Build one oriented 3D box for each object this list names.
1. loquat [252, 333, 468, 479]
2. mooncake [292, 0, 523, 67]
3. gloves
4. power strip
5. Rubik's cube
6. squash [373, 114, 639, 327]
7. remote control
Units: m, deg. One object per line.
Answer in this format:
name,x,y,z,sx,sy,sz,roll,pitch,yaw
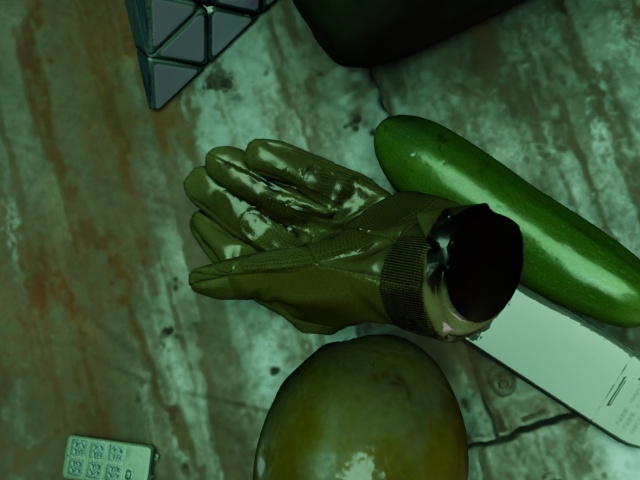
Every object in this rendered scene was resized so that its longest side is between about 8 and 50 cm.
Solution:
loquat,0.035,0.187,0.875,0.179,0.179,0.227,9,74,7
mooncake,0.120,-0.297,0.850,0.356,0.356,0.194,-26,87,1
gloves,0.011,0.006,0.903,0.331,0.141,0.154,10,80,42
power strip,-0.194,0.203,0.971,0.090,0.016,0.040,6,81,7
Rubik's cube,-0.150,-0.209,0.979,0.211,0.190,0.178,15,100,12
squash,0.168,-0.015,0.937,0.292,0.082,0.082,35,86,11
remote control,0.212,0.101,0.946,0.245,0.022,0.077,33,88,9
